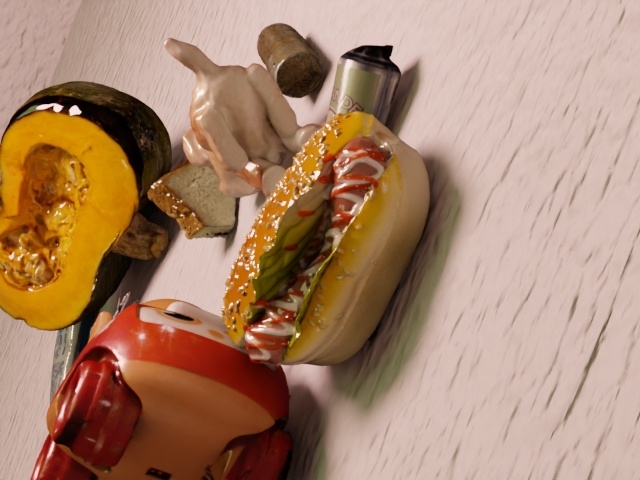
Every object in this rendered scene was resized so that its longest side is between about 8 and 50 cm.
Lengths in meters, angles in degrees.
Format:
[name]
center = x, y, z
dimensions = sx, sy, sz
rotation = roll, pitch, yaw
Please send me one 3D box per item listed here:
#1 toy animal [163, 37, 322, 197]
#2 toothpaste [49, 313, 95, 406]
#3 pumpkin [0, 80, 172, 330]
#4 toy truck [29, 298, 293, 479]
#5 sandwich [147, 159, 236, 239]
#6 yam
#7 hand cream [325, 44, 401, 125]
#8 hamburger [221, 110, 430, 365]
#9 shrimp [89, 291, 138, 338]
[toy animal]
center = -0.099, -0.126, 1.346
dimensions = 0.104, 0.184, 0.185
rotation = -45, 13, -6
[toothpaste]
center = -0.337, 0.129, 1.852
dimensions = 0.069, 0.047, 0.268
rotation = -16, 57, 41
[pumpkin]
center = -0.279, -0.058, 1.722
dimensions = 0.325, 0.242, 0.232
rotation = -61, -7, 32
[toy truck]
center = -0.128, 0.129, 1.164
dimensions = 0.265, 0.189, 0.239
rotation = 129, 159, -50
[sandwich]
center = -0.123, -0.048, 1.469
dimensions = 0.105, 0.093, 0.036
rotation = -44, -2, -45
[yam]
center = -0.032, -0.187, 1.401
dimensions = 0.054, 0.054, 0.132
rotation = -63, 21, 15
[hand cream]
center = 0.016, -0.058, 1.172
dimensions = 0.086, 0.055, 0.235
rotation = -135, 60, -70
[hamburger]
center = 0.000, 0.000, 1.061
dimensions = 0.210, 0.116, 0.173
rotation = -63, 20, 9
[shrimp]
center = -0.258, 0.140, 1.641
dimensions = 0.065, 0.056, 0.165
rotation = -101, 25, -79
